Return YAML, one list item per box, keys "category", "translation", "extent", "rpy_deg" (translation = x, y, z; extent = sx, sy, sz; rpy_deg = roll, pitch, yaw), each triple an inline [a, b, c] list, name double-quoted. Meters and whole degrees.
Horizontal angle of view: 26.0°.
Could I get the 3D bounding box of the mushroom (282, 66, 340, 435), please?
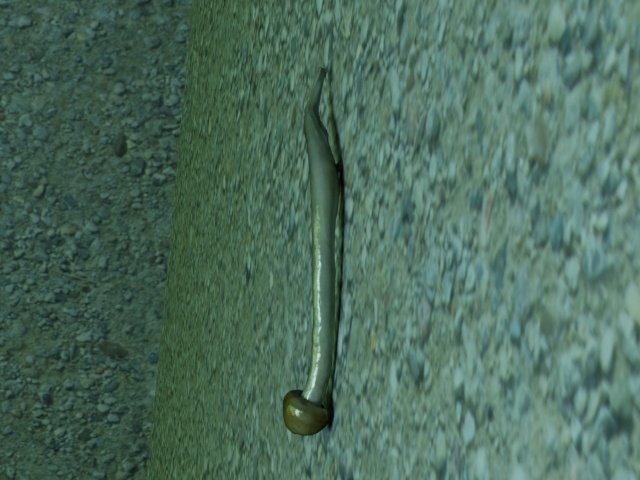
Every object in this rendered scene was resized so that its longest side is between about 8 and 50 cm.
- category: "mushroom"
  translation: [-0.002, 0.000, 1.097]
  extent: [0.068, 0.043, 0.306]
  rpy_deg: [-12, 72, 53]
